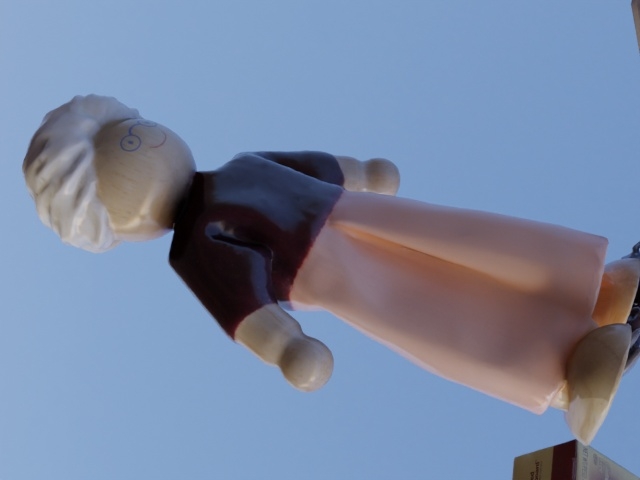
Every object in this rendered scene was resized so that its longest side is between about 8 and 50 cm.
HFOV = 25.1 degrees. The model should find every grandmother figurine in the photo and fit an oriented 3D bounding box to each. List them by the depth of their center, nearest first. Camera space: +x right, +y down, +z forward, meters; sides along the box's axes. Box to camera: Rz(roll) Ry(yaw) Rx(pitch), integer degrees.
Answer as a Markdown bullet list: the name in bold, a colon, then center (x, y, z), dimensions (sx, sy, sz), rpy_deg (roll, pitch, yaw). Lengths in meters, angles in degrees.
- **grandmother figurine**: center (0.000, 0.000, 0.797), dimensions (0.208, 0.343, 0.104), rpy_deg (-59, 166, -65)

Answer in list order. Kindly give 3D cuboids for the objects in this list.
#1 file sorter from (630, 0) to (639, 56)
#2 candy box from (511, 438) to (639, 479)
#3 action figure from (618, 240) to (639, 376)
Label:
- **file sorter**: center (0.400, -0.106, 1.073), dimensions (0.278, 0.173, 0.192), rpy_deg (-10, -93, 23)
- **candy box**: center (0.312, 0.342, 1.388), dimensions (0.088, 0.316, 0.182), rpy_deg (-27, -139, 43)
- **action figure**: center (0.219, 0.058, 1.199), dimensions (0.185, 0.285, 0.099), rpy_deg (48, -50, 38)
